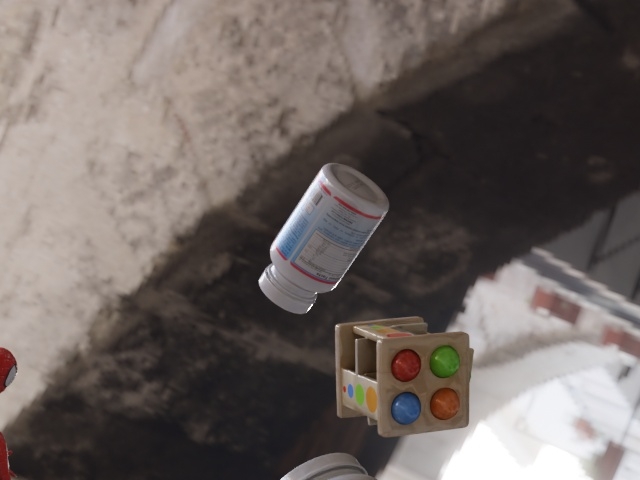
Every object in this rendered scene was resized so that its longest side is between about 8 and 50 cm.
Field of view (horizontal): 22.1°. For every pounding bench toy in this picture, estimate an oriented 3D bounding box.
[{"bbox_3d":[0.059,0.072,0.881,0.083,0.065,0.052,-4,-83,-24],"label":"pounding bench toy"}]

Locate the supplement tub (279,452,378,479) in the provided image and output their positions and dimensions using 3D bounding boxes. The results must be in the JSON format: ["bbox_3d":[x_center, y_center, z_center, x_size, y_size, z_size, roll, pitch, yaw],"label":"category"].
[{"bbox_3d":[0.035,0.339,1.732,0.144,0.199,0.144,-21,-37,-17],"label":"supplement tub"}]

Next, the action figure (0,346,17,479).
[{"bbox_3d":[-0.303,0.213,1.312,0.139,0.091,0.280,53,-133,-29],"label":"action figure"}]

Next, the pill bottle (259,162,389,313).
[{"bbox_3d":[0.000,0.000,1.805,0.087,0.087,0.160,9,-57,-48],"label":"pill bottle"}]
